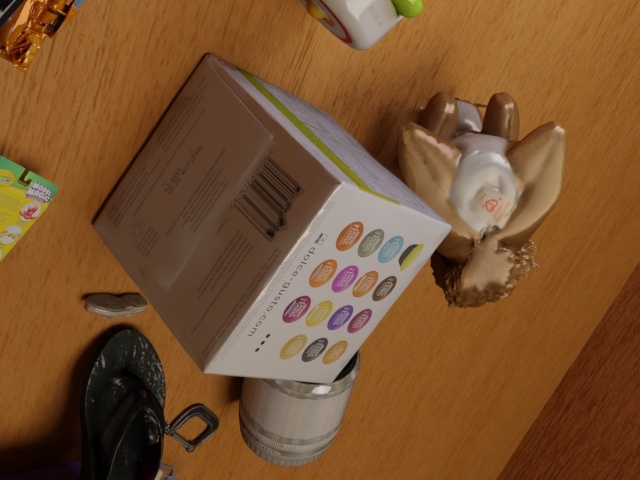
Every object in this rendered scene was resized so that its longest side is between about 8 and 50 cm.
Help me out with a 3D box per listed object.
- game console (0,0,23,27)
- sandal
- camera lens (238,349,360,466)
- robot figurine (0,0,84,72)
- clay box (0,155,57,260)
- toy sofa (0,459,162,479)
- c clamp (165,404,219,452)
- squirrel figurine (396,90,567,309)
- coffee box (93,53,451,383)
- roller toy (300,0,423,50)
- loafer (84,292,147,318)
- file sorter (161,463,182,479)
[{"bbox_3d":[-0.485,-0.263,1.014,0.293,0.250,0.173,-47,174,6],"label":"game console"},{"bbox_3d":[-0.332,0.376,1.742,0.167,0.107,0.446,12,81,-47],"label":"sandal"},{"bbox_3d":[-0.048,0.297,2.056,0.219,0.219,0.274,-18,139,-34],"label":"camera lens"},{"bbox_3d":[-0.326,-0.346,1.162,0.211,0.085,0.291,20,112,-50],"label":"robot figurine"},{"bbox_3d":[-0.477,-0.023,1.390,0.222,0.053,0.127,-48,147,4],"label":"clay box"},{"bbox_3d":[-0.475,0.452,1.829,0.362,0.150,0.177,1,124,-47],"label":"toy sofa"},{"bbox_3d":[-0.280,0.400,2.106,0.137,0.022,0.161,-48,146,-4],"label":"c clamp"},{"bbox_3d":[0.262,-0.080,1.842,0.281,0.370,0.397,-9,108,-4],"label":"squirrel figurine"},{"bbox_3d":[-0.073,-0.019,1.570,0.338,0.338,0.334,-53,147,13],"label":"coffee box"},{"bbox_3d":[0.036,-0.372,1.437,0.146,0.209,0.191,-45,108,0],"label":"roller toy"},{"bbox_3d":[-0.346,0.116,1.697,0.125,0.045,0.039,1,133,-51],"label":"loafer"},{"bbox_3d":[-0.319,0.557,2.098,0.104,0.170,0.118,-48,147,0],"label":"file sorter"}]
